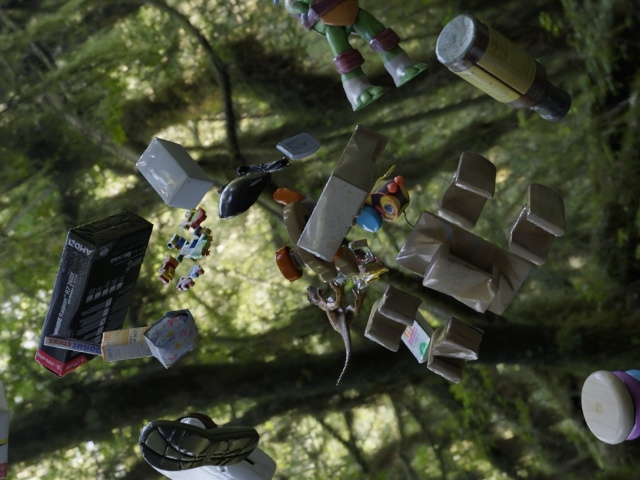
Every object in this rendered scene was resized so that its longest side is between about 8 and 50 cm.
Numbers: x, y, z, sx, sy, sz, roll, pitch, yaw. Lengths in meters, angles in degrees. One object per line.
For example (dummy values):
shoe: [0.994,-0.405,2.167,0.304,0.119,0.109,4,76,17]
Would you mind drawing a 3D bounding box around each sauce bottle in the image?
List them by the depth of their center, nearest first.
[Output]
sauce bottle: [0.373,-0.328,1.756,0.344,0.111,0.111,23,-138,-40]

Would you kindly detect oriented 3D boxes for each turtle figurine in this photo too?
turtle figurine: [0.055,-0.350,1.308,0.266,0.274,0.198,59,-145,-3]

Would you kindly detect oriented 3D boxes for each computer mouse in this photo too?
computer mouse: [-0.203,-0.134,2.157,0.262,0.184,0.060,-50,-60,-44]

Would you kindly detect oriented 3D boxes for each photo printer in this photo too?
photo printer: [-0.254,0.521,2.093,0.256,0.307,0.107,32,-121,-9]

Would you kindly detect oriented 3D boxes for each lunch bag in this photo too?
lunch bag: [-0.241,0.155,1.450,0.053,0.083,0.071,39,157,30]

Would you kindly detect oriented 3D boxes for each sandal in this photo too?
sandal: [-0.252,0.401,1.797,0.302,0.120,0.086,20,-153,-51]

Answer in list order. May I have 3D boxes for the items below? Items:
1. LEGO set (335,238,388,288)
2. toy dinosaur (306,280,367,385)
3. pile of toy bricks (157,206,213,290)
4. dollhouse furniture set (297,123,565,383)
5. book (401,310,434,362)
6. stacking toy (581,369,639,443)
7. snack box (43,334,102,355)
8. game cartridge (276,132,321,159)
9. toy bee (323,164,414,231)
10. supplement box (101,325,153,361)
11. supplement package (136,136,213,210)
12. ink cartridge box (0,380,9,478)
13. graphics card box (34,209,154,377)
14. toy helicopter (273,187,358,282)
LEGO set: [0.118,0.065,2.570,0.107,0.132,0.287,64,-167,11]
toy dinosaur: [0.037,0.135,1.515,0.064,0.112,0.211,6,-148,-25]
pile of toy bricks: [-0.315,0.025,2.235,0.118,0.105,0.212,43,-125,-34]
dollhouse furniture set: [0.187,-0.015,1.628,0.394,0.362,0.256,27,-151,-1]
book: [0.229,0.220,2.201,0.144,0.035,0.096,52,143,35]
stacking toy: [0.690,0.308,1.749,0.141,0.330,0.141,175,90,-72]
snack box: [-0.527,0.240,1.998,0.064,0.178,0.022,132,148,-86]
game cartridge: [-0.042,-0.190,1.798,0.056,0.017,0.083,36,-136,29]
toy bee: [0.144,-0.104,2.016,0.162,0.298,0.195,89,-164,-51]
supplement box: [-0.378,0.203,1.744,0.062,0.098,0.036,-109,14,-65]
supplement package: [-0.394,-0.179,2.393,0.179,0.105,0.105,48,-161,29]
ink cartridge box: [-0.654,0.358,1.744,0.115,0.067,0.198,44,130,54]
graphics card box: [-0.545,0.124,2.138,0.094,0.371,0.233,29,-156,16]
toy helicopter: [0.000,0.000,2.151,0.355,0.140,0.235,34,-148,-59]
